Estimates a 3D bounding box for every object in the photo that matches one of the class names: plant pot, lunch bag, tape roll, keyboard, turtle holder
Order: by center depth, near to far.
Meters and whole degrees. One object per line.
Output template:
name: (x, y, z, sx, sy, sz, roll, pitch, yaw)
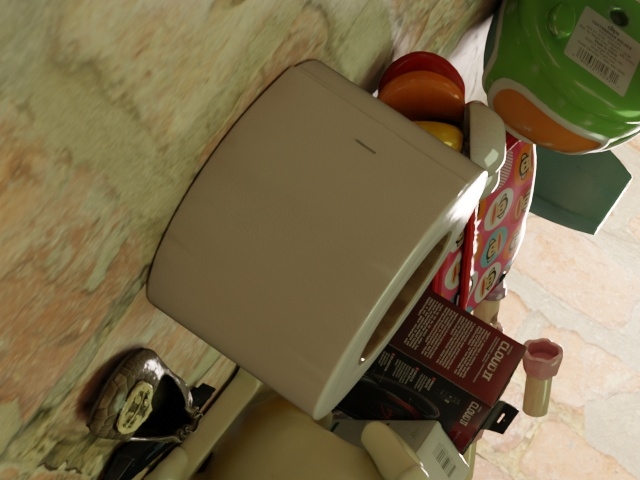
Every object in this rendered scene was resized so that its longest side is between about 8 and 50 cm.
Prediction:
tape roll: (0.000, 0.000, 1.202, 0.246, 0.169, 0.246, -53, 170, -13)
keyboard: (-0.163, 0.192, 1.493, 0.108, 0.023, 0.180, -53, 173, 27)
turtle holder: (0.307, -0.253, 1.791, 0.227, 0.243, 0.320, 136, -44, -54)
lunch bag: (0.172, -0.016, 1.991, 0.258, 0.120, 0.293, -41, 148, -33)
plant pot: (0.402, -0.120, 2.543, 0.165, 0.234, 0.166, -55, 171, -4)

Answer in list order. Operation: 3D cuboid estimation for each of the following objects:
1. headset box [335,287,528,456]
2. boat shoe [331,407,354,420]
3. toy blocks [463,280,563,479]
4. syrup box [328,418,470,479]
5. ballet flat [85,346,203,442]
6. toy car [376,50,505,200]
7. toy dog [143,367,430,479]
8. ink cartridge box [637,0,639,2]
headset box: (0.117, 0.166, 1.928, 0.110, 0.293, 0.218, -54, 170, -33)
boat shoe: (0.089, 0.103, 2.166, 0.355, 0.132, 0.130, -56, 143, -19)
toy blocks: (0.182, 0.160, 2.296, 0.289, 0.309, 0.260, -32, 134, -44)
syrup box: (0.066, 0.297, 1.947, 0.237, 0.093, 0.096, -6, -144, 47)
ballet flat: (-0.147, 0.147, 1.302, 0.084, 0.058, 0.250, -55, 170, -7)
toy car: (0.097, -0.112, 1.456, 0.182, 0.159, 0.136, 79, 10, -76)
toy dog: (0.012, 0.367, 1.754, 0.284, 0.408, 0.395, -48, 166, -32)
ink cartridge box: (0.348, -0.351, 1.647, 0.139, 0.191, 0.082, -48, 168, -38)
